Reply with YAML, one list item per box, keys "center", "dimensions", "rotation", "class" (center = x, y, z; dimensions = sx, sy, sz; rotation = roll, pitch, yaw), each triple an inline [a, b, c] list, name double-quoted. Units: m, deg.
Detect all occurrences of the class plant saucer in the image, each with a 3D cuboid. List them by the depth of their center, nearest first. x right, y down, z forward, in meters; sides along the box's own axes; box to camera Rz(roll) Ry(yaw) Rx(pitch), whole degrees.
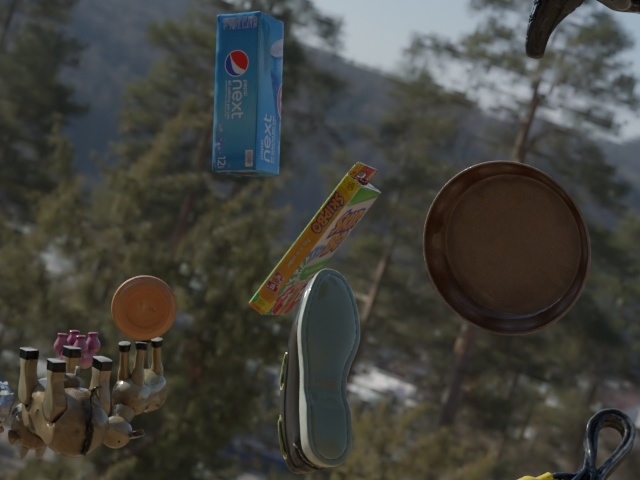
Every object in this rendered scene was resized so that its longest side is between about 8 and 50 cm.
- center: [0.180, 0.006, 1.452]
  dimensions: [0.168, 0.168, 0.029]
  rotation: [20, 17, 22]
  class: "plant saucer"
- center: [-0.224, 0.087, 1.937]
  dimensions: [0.084, 0.083, 0.013]
  rotation: [18, 4, -15]
  class: "plant saucer"

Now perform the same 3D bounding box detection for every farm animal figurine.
- center: [-0.364, 0.235, 2.160]
  dimensions: [0.330, 0.172, 0.327]
  rotation: [2, 5, -16]
  class: "farm animal figurine"

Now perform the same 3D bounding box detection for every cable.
- center: [0.341, 0.310, 1.958]
  dimensions: [0.139, 0.072, 0.287]
  rotation: [31, 50, 31]
  class: "cable"

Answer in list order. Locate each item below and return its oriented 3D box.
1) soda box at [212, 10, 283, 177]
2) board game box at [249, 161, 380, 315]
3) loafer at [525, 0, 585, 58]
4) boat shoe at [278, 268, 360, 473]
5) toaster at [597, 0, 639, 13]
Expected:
- center: [-0.095, -0.191, 2.001]
  dimensions: [0.067, 0.210, 0.071]
  rotation: [0, -5, 25]
  class: "soda box"
- center: [0.000, 0.000, 2.217]
  dimensions: [0.039, 0.259, 0.124]
  rotation: [36, 7, 15]
  class: "board game box"
- center: [0.361, -0.368, 2.225]
  dimensions: [0.078, 0.223, 0.076]
  rotation: [20, 12, 0]
  class: "loafer"
- center: [-0.008, 0.142, 1.663]
  dimensions: [0.081, 0.227, 0.069]
  rotation: [20, -30, -30]
  class: "boat shoe"
- center: [0.387, -0.334, 1.640]
  dimensions: [0.168, 0.185, 0.110]
  rotation: [11, 4, 35]
  class: "toaster"
